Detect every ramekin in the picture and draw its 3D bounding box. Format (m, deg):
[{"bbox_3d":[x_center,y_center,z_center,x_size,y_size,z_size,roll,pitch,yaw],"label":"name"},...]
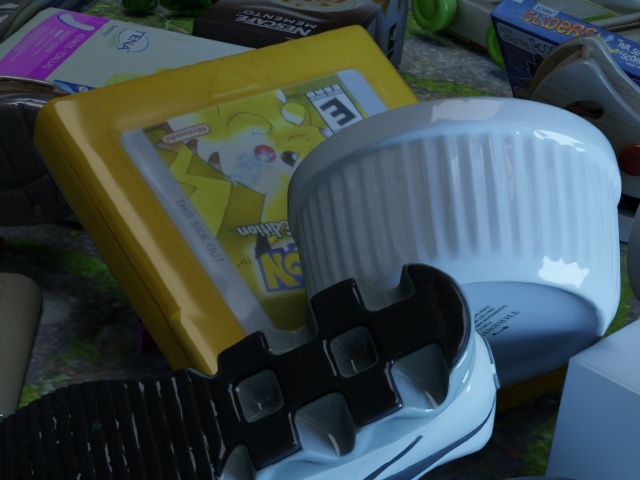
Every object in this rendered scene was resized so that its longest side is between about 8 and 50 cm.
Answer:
[{"bbox_3d":[0.085,0.012,1.025,0.207,0.207,0.109,1,63,-11],"label":"ramekin"}]

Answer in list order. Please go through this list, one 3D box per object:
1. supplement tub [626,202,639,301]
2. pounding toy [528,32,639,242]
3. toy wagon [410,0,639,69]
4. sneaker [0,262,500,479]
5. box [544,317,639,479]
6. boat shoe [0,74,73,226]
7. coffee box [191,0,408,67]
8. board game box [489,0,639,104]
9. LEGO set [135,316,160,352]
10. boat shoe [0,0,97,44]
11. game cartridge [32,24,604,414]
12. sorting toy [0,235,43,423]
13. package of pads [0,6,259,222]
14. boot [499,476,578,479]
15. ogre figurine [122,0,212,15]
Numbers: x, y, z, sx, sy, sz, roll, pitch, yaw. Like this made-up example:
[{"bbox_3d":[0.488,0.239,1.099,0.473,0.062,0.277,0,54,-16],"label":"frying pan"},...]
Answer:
[{"bbox_3d":[0.367,0.037,1.167,0.191,0.191,0.272,-14,33,-35],"label":"supplement tub"},{"bbox_3d":[0.253,-0.099,1.450,0.269,0.154,0.155,11,27,7],"label":"pounding toy"},{"bbox_3d":[0.275,-0.230,1.812,0.267,0.068,0.344,-15,35,-36],"label":"toy wagon"},{"bbox_3d":[-0.051,0.137,0.951,0.330,0.146,0.122,-20,51,8],"label":"sneaker"},{"bbox_3d":[0.225,0.117,1.043,0.091,0.130,0.170,28,33,34],"label":"box"},{"bbox_3d":[-0.317,-0.069,1.256,0.324,0.123,0.116,4,22,0],"label":"boat shoe"},{"bbox_3d":[-0.016,-0.190,1.627,0.141,0.098,0.246,13,27,13],"label":"coffee box"},{"bbox_3d":[0.254,-0.140,1.554,0.201,0.136,0.035,30,66,38],"label":"board game box"},{"bbox_3d":[-0.036,0.010,1.242,0.227,0.087,0.093,-5,29,-24],"label":"LEGO set"},{"bbox_3d":[-0.299,-0.199,1.555,0.132,0.130,0.355,30,55,24],"label":"boat shoe"},{"bbox_3d":[0.000,0.000,1.160,0.285,0.053,0.324,-19,59,-32],"label":"game cartridge"},{"bbox_3d":[-0.293,0.054,1.137,0.196,0.047,0.348,5,27,-4],"label":"sorting toy"},{"bbox_3d":[-0.144,-0.095,1.410,0.296,0.101,0.229,13,29,10],"label":"package of pads"},{"bbox_3d":[0.092,0.228,0.850,0.263,0.091,0.229,-10,39,-16],"label":"boot"},{"bbox_3d":[-0.123,-0.300,1.833,0.197,0.097,0.118,-25,45,2],"label":"ogre figurine"}]
